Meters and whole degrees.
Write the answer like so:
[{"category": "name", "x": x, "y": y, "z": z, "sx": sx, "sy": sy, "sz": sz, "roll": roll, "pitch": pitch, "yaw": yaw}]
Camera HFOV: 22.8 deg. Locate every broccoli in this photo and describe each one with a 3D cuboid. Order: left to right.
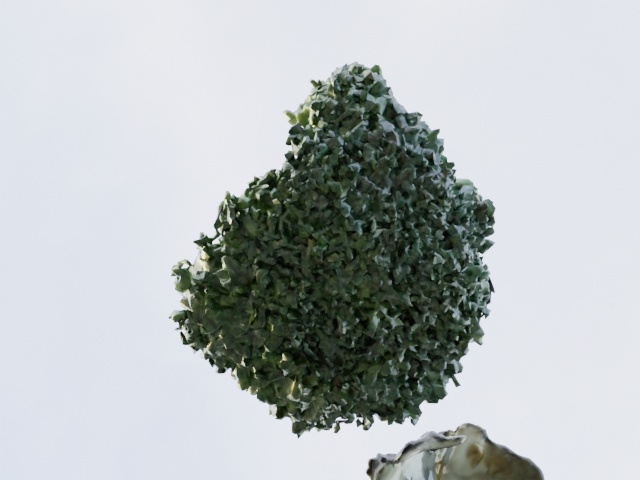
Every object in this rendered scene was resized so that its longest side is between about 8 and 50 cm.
[{"category": "broccoli", "x": 0.000, "y": 0.000, "z": 0.951, "sx": 0.194, "sy": 0.194, "sz": 0.220, "roll": 11, "pitch": -80, "yaw": 4}]

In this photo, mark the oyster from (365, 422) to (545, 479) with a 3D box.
[{"category": "oyster", "x": 0.085, "y": 0.227, "z": 1.011, "sx": 0.223, "sy": 0.214, "sz": 0.083, "roll": 40, "pitch": -30, "yaw": -21}]
